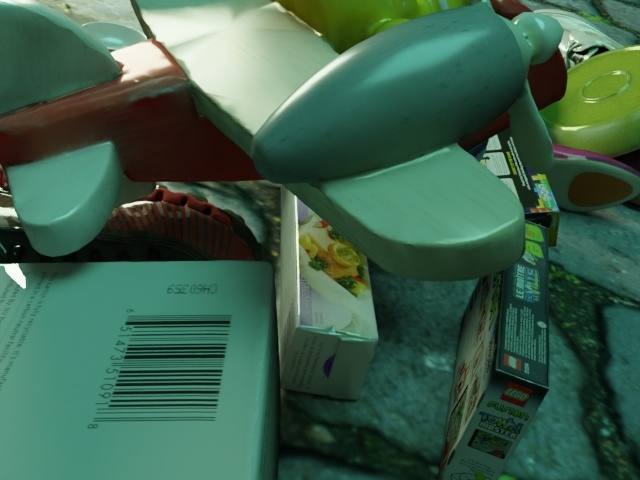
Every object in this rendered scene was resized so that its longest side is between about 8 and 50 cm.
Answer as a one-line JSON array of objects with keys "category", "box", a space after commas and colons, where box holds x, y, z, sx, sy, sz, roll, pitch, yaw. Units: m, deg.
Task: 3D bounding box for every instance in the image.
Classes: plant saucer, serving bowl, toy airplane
[{"category": "plant saucer", "box": [0.377, -0.189, 1.035, 0.241, 0.037, 0.241, -25, 30, 15]}, {"category": "serving bowl", "box": [-0.254, -0.238, 0.969, 0.083, 0.027, 0.083, 11, 34, -8]}, {"category": "toy airplane", "box": [-0.034, -0.134, 0.505, 0.386, 0.273, 0.384, 20, 31, 12]}]

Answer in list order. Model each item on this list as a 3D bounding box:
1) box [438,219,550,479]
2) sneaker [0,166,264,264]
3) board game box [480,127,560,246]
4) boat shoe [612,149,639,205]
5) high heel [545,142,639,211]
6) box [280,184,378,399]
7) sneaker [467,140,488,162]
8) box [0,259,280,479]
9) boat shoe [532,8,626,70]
[{"category": "box", "box": [0.134, 0.079, 0.598, 0.036, 0.114, 0.207, 20, 33, 4]}, {"category": "sneaker", "box": [-0.178, 0.017, 0.564, 0.276, 0.098, 0.135, 9, 33, -9]}, {"category": "board game box", "box": [0.158, -0.058, 0.825, 0.141, 0.048, 0.170, -4, 39, 4]}, {"category": "boat shoe", "box": [0.454, -0.169, 1.102, 0.123, 0.123, 0.342, 23, 33, 8]}, {"category": "high heel", "box": [0.262, -0.102, 0.957, 0.244, 0.082, 0.117, 3, 44, 1]}, {"category": "box", "box": [0.000, 0.000, 0.699, 0.063, 0.067, 0.324, 11, 32, -10]}, {"category": "sneaker", "box": [0.016, -0.181, 0.748, 0.315, 0.182, 0.127, 32, 37, 22]}, {"category": "box", "box": [-0.113, 0.107, 0.403, 0.181, 0.119, 0.181, -1, 33, 0]}, {"category": "boat shoe", "box": [0.448, -0.308, 1.340, 0.267, 0.096, 0.088, 36, 32, 13]}]
